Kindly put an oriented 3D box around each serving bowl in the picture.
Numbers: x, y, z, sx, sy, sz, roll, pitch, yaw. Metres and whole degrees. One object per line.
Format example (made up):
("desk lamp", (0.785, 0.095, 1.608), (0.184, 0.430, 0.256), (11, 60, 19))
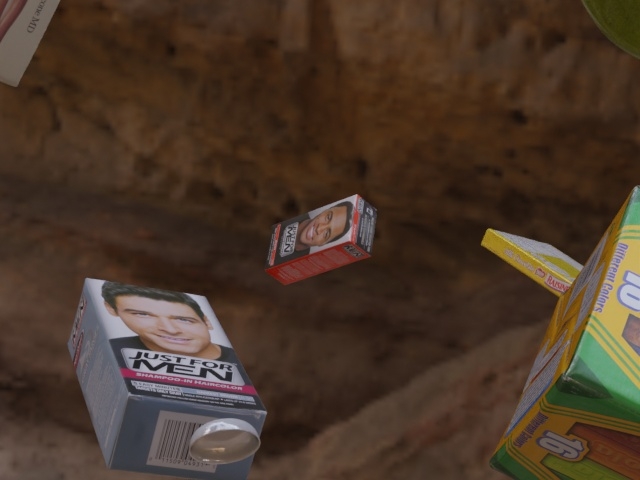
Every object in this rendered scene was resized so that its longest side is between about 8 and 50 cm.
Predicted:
("serving bowl", (-0.112, 0.227, 1.823), (0.083, 0.027, 0.083), (-7, -35, -5))

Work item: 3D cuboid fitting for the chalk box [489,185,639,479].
("chalk box", (0.302, 0.128, 1.139), (0.289, 0.179, 0.180), (26, -31, 4))

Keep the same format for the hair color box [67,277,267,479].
("hair color box", (-0.215, 0.182, 2.126), (0.185, 0.113, 0.374), (10, 17, -21))

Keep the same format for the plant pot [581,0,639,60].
("plant pot", (0.419, -0.301, 1.501), (0.366, 0.366, 0.353), (11, 21, 38))

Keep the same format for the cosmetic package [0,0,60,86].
("cosmetic package", (-0.443, -0.296, 1.714), (0.296, 0.153, 0.129), (19, 12, -39))

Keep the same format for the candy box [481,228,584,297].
("candy box", (0.277, 0.045, 1.751), (0.105, 0.027, 0.206), (16, 14, -38))

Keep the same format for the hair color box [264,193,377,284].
("hair color box", (0.000, 0.000, 1.944), (0.141, 0.072, 0.043), (-20, -42, 36))
